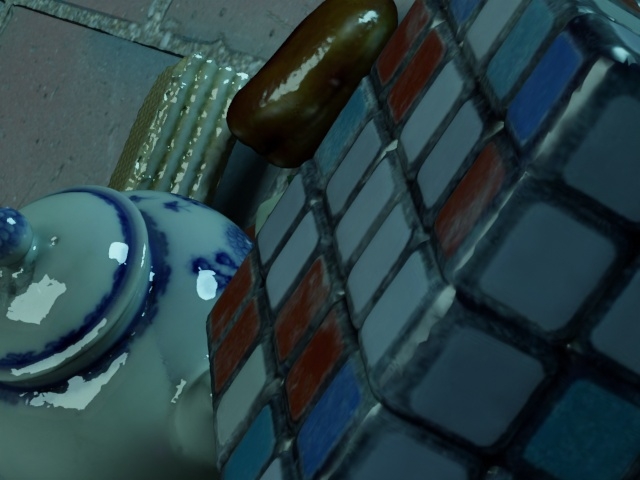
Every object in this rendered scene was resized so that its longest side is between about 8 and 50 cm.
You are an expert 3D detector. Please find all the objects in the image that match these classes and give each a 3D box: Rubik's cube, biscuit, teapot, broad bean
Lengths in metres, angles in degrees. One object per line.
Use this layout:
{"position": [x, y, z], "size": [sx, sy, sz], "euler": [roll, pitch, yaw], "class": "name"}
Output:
{"position": [0.139, 0.051, 0.924], "size": [0.292, 0.287, 0.293], "euler": [-56, 17, 17], "class": "Rubik's cube"}
{"position": [-0.170, 0.051, 1.637], "size": [0.426, 0.078, 0.144], "euler": [-70, 13, -12], "class": "biscuit"}
{"position": [-0.158, 0.066, 1.399], "size": [0.424, 0.280, 0.252], "euler": [25, 71, 44], "class": "teapot"}
{"position": [-0.001, -0.136, 1.588], "size": [0.165, 0.084, 0.114], "euler": [-55, 32, -4], "class": "broad bean"}

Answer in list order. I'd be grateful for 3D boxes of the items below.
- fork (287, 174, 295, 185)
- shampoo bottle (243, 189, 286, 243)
{"position": [0.001, 0.068, 1.417], "size": [0.039, 0.021, 0.235], "euler": [-4, 93, 46], "class": "fork"}
{"position": [0.000, 0.000, 1.491], "size": [0.284, 0.071, 0.153], "euler": [-13, 68, 47], "class": "shampoo bottle"}
